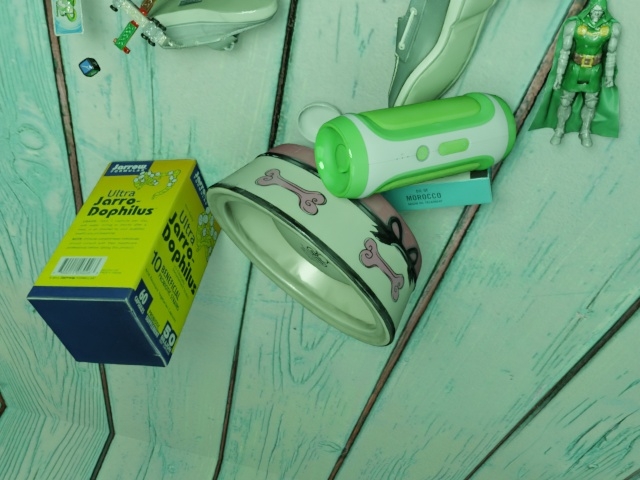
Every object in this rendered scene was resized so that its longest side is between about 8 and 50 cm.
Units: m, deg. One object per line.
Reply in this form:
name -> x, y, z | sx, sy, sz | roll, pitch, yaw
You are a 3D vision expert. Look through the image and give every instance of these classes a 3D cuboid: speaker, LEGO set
speaker -> 0.145, -0.146, 0.946 | 0.296, 0.131, 0.131 | -15, 144, -25
LEGO set -> -0.306, -0.367, 0.926 | 0.182, 0.060, 0.244 | 1, 100, 13

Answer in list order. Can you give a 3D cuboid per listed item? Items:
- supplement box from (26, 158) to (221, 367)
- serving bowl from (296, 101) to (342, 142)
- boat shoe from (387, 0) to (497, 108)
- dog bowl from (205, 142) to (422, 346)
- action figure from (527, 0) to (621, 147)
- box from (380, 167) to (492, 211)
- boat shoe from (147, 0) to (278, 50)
supplement box -> -0.346, 0.032, 1.189 | 0.195, 0.357, 0.194 | 0, 136, 14
serving bowl -> 0.002, -0.207, 1.089 | 0.083, 0.027, 0.083 | 7, 137, 6
boat shoe -> 0.164, -0.308, 0.915 | 0.099, 0.116, 0.319 | 54, 149, 20
dog bowl -> 0.000, 0.000, 1.105 | 0.408, 0.150, 0.408 | 36, 162, 14
action figure -> 0.388, -0.247, 0.929 | 0.137, 0.063, 0.232 | 4, 133, 15
box -> 0.172, -0.108, 1.099 | 0.244, 0.101, 0.060 | -4, 137, 19
boat shoe -> -0.162, -0.335, 0.968 | 0.227, 0.079, 0.081 | 2, 144, 21
